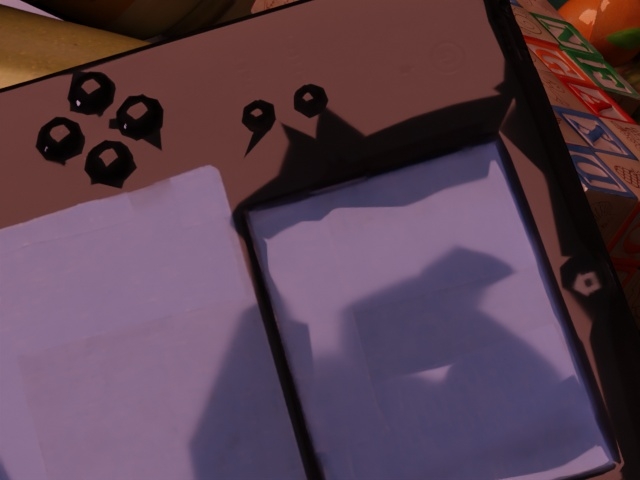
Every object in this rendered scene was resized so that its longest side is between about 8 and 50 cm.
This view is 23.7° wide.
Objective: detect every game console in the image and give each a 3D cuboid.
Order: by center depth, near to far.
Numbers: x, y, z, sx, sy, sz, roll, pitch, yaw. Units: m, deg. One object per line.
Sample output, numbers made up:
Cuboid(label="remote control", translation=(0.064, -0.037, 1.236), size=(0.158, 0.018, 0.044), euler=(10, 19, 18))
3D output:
Cuboid(label="game console", translation=(-0.021, 0.069, 0.722), size=(0.342, 0.060, 0.386), euler=(-18, 69, 3))

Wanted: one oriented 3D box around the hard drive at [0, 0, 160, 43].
Cuboid(label="hard drive", translation=(-0.159, -0.213, 1.234), size=(0.307, 0.203, 0.040), euler=(-3, -3, 19))

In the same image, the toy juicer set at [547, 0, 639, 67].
Cuboid(label="toy juicer set", translation=(0.194, -0.181, 1.128), size=(0.209, 0.089, 0.329), euler=(-41, 21, -3))

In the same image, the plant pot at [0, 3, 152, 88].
Cuboid(label="plant pot", translation=(-0.230, -0.054, 1.002), size=(0.254, 0.276, 0.276), euler=(8, 41, 16))

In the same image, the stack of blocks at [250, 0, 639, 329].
Cuboid(label="stack of blocks", translation=(0.106, -0.078, 0.916), size=(0.171, 0.087, 0.297), euler=(7, 35, -41))

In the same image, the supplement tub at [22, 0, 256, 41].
Cuboid(label="supplement tub", translation=(-0.170, -0.271, 1.028), size=(0.228, 0.316, 0.228), euler=(-39, 39, 41))
